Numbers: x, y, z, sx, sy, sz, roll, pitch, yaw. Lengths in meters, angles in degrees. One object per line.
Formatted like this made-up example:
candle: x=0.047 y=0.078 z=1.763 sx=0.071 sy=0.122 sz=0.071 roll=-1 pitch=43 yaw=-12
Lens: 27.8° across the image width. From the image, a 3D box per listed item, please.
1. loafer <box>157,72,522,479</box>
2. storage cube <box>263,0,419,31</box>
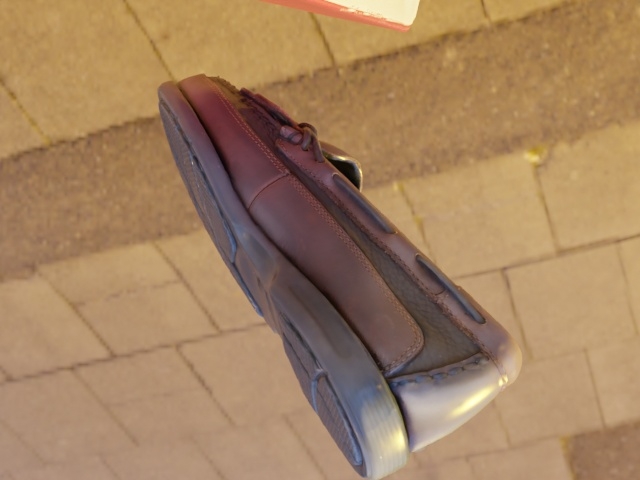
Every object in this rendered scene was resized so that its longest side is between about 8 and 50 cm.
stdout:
loafer: x=0.000 y=0.000 z=0.619 sx=0.084 sy=0.267 sz=0.096 roll=-24 pitch=136 yaw=-10
storage cube: x=-0.048 y=-0.209 z=0.579 sx=0.193 sy=0.183 sz=0.215 roll=17 pitch=-171 yaw=18
